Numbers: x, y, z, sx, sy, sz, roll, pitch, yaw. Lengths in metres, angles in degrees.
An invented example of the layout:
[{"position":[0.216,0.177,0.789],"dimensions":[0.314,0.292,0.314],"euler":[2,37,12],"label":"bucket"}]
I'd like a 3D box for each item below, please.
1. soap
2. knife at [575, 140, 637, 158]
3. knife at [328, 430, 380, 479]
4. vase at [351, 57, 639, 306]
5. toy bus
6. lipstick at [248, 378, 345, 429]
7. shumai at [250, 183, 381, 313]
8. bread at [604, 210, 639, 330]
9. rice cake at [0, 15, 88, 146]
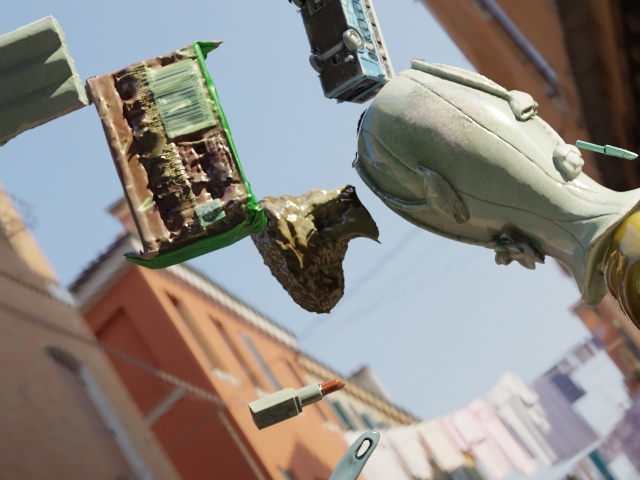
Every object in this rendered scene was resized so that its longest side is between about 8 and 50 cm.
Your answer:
[{"position":[-0.188,-0.117,1.772],"dimensions":[0.218,0.273,0.098],"euler":[-20,-12,-2],"label":"soap"},{"position":[0.410,-0.130,1.935],"dimensions":[0.005,0.091,0.014],"euler":[-47,-33,-50],"label":"knife"},{"position":[-0.019,0.375,1.788],"dimensions":[0.313,0.044,0.019],"euler":[-54,6,-15],"label":"knife"},{"position":[0.273,-0.085,1.962],"dimensions":[0.250,0.445,0.250],"euler":[-36,-36,-31],"label":"vase"},{"position":[0.034,-0.389,2.399],"dimensions":[0.106,0.297,0.131],"euler":[-28,-23,31],"label":"toy bus"},{"position":[-0.027,0.205,1.747],"dimensions":[0.129,0.030,0.030],"euler":[-20,-69,-14],"label":"lipstick"},{"position":[0.000,0.000,2.067],"dimensions":[0.175,0.206,0.166],"euler":[-32,22,-11],"label":"shumai"},{"position":[0.475,0.072,1.526],"dimensions":[0.333,0.333,0.160],"euler":[-8,-64,-50],"label":"bread"},{"position":[-0.398,-0.168,1.581],"dimensions":[0.237,0.127,0.043],"euler":[-20,9,-12],"label":"rice cake"}]
